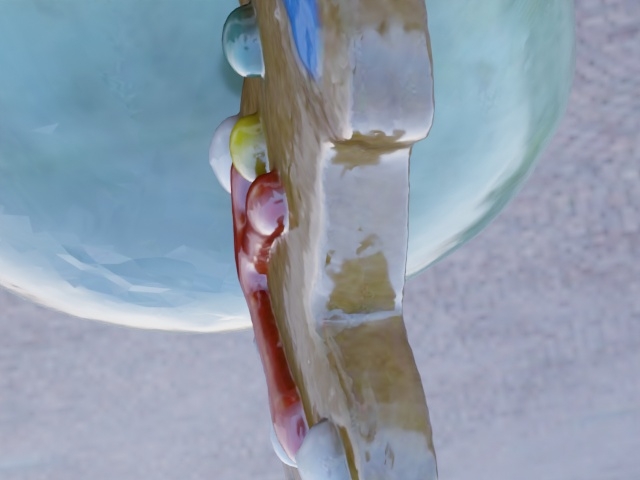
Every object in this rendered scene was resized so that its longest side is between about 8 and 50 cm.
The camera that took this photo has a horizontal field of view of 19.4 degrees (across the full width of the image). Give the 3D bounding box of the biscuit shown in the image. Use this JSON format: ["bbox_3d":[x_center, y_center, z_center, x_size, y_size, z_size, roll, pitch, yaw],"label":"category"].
[{"bbox_3d":[-0.003,0.000,0.607,0.049,0.205,0.324,-10,137,-6],"label":"biscuit"}]

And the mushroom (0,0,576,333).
[{"bbox_3d":[-0.056,-0.112,0.825,0.352,0.260,0.352,5,143,4],"label":"mushroom"}]
